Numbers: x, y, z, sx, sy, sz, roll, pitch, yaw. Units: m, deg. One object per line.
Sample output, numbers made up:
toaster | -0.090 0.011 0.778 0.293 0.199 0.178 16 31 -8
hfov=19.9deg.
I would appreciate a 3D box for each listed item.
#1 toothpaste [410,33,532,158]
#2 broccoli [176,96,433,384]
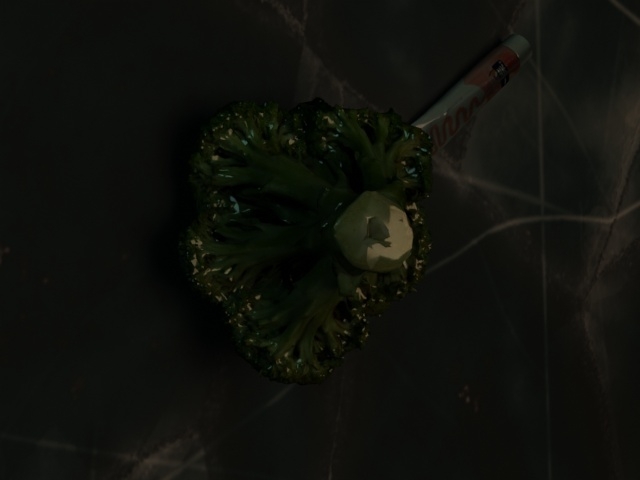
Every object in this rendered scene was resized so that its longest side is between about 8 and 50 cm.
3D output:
toothpaste | 0.153 -0.149 1.940 0.205 0.036 0.056 -44 127 -28
broccoli | 0.000 0.000 1.642 0.254 0.269 0.269 -6 101 -19
